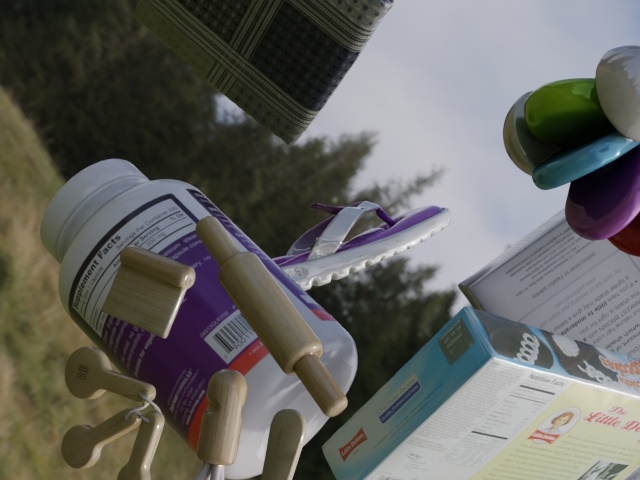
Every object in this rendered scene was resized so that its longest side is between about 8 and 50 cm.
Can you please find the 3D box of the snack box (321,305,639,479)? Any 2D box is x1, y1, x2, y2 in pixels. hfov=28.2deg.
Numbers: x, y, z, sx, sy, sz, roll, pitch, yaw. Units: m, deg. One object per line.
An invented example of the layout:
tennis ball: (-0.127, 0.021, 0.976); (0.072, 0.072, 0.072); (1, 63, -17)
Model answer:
snack box: (0.179, 0.167, 1.129); (0.322, 0.187, 0.060); (18, 34, -42)

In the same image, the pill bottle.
pill bottle: (-0.128, 0.066, 1.241); (0.323, 0.181, 0.181); (43, -12, 24)

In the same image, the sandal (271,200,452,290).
sandal: (0.008, -0.002, 1.741); (0.169, 0.416, 0.102); (-11, -81, 59)

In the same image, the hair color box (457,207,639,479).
hair color box: (0.339, 0.150, 1.420); (0.374, 0.185, 0.113); (54, -1, 0)

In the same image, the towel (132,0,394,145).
towel: (-0.088, -0.332, 1.786); (0.324, 0.056, 0.312); (40, -46, 3)

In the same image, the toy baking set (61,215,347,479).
toy baking set: (-0.072, 0.115, 0.812); (0.256, 0.196, 0.030); (48, 18, 30)

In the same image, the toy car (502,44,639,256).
toy car: (0.237, -0.058, 1.008); (0.182, 0.136, 0.159); (22, -25, -28)
